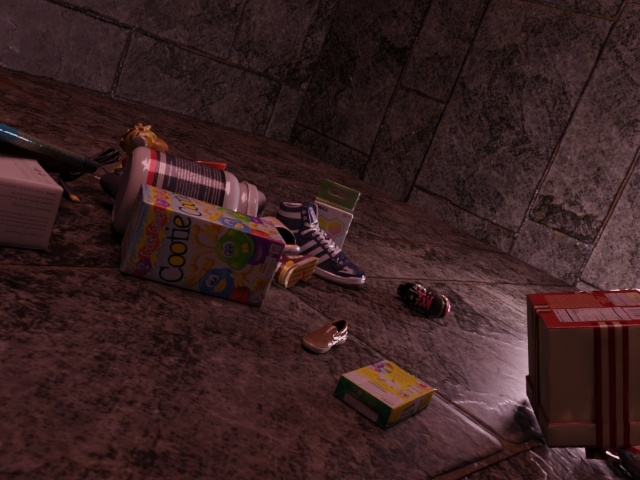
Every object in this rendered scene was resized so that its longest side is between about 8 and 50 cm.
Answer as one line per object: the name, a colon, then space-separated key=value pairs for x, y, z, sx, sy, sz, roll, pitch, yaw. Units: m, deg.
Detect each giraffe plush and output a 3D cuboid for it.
giraffe plush: x=-0.472 y=-0.218 z=1.762 sx=0.210 sy=0.170 sz=0.181 roll=13 pitch=16 yaw=-33

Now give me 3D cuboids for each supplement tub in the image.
supplement tub: x=-0.290 y=-0.076 z=1.424 sx=0.272 sy=0.191 sz=0.191 roll=15 pitch=14 yaw=-23

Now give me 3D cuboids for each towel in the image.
towel: x=-0.649 y=-0.180 z=1.272 sx=0.271 sy=0.040 sz=0.370 roll=2 pitch=-8 yaw=19

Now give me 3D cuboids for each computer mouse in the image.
computer mouse: x=-0.474 y=-0.120 z=1.512 sx=0.184 sy=0.060 sz=0.262 roll=-28 pitch=64 yaw=-38

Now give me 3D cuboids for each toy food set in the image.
toy food set: x=-0.416 y=-0.144 z=1.623 sx=0.232 sy=0.111 sz=0.104 roll=61 pitch=15 yaw=-2

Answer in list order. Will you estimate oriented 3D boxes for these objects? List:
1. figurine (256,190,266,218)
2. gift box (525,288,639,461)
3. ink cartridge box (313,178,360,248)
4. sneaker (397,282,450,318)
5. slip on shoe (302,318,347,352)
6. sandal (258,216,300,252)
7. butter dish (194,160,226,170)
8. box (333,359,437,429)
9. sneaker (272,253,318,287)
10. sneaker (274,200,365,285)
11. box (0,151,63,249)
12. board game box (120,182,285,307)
figurine: x=-0.136 y=-0.082 z=1.820 sx=0.215 sy=0.092 sz=0.209 roll=20 pitch=-1 yaw=-1
gift box: x=0.528 y=0.245 z=1.215 sx=0.276 sy=0.258 sz=0.255 roll=-1 pitch=11 yaw=13
ink cartridge box: x=0.020 y=-0.045 z=1.750 sx=0.109 sy=0.209 sz=0.062 roll=21 pitch=10 yaw=-1
sneaker: x=0.252 y=0.149 z=1.665 sx=0.075 sy=0.063 sz=0.170 roll=13 pitch=10 yaw=-33
slip on shoe: x=0.012 y=0.173 z=1.220 sx=0.051 sy=0.041 sz=0.135 roll=28 pitch=15 yaw=29
sandal: x=-0.141 y=-0.022 z=1.587 sx=0.102 sy=0.076 sz=0.265 roll=5 pitch=5 yaw=-33
butter dish: x=-0.307 y=-0.118 z=1.741 sx=0.118 sy=0.160 sz=0.160 roll=50 pitch=21 yaw=15
box: x=0.112 y=0.245 z=1.086 sx=0.105 sy=0.043 sz=0.179 roll=28 pitch=17 yaw=30
sneaker: x=-0.070 y=0.055 z=1.516 sx=0.084 sy=0.069 sz=0.185 roll=26 pitch=12 yaw=17
sneaker: x=0.000 y=0.000 z=1.660 sx=0.282 sy=0.153 sz=0.099 roll=24 pitch=14 yaw=10
box: x=-0.572 y=-0.080 z=1.149 sx=0.182 sy=0.119 sz=0.181 roll=10 pitch=16 yaw=-41
board game box: x=-0.230 y=0.008 z=1.283 sx=0.275 sy=0.142 sz=0.144 roll=16 pitch=13 yaw=-21
